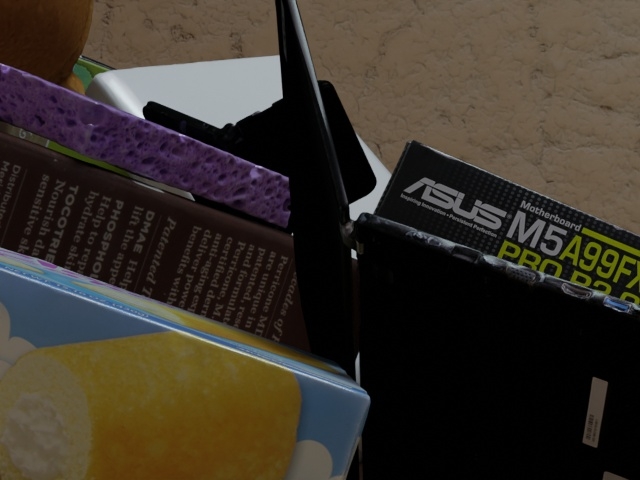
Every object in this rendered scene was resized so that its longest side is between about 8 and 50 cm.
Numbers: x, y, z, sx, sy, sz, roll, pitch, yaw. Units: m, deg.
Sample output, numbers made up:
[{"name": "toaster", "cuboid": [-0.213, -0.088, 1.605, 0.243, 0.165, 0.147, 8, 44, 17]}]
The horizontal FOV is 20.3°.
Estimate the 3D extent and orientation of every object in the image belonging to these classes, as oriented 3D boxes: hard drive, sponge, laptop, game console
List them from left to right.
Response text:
[{"name": "sponge", "cuboid": [-0.110, -0.055, 0.988, 0.117, 0.031, 0.210, 20, 0, 30]}, {"name": "game console", "cuboid": [-0.038, -0.058, 1.139, 0.107, 0.071, 0.122, 23, -22, 31]}, {"name": "hard drive", "cuboid": [0.000, 0.000, 1.360, 0.233, 0.047, 0.353, -12, 57, -51]}, {"name": "laptop", "cuboid": [0.074, 0.035, 0.762, 0.264, 0.136, 0.234, 19, -37, 18]}]

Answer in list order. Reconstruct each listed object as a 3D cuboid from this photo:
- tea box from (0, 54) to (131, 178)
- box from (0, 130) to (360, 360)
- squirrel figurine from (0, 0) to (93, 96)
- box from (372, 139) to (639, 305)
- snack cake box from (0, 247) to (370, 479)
[{"name": "tea box", "cuboid": [-0.221, -0.042, 1.583, 0.323, 0.220, 0.329, 20, -2, -35]}, {"name": "box", "cuboid": [-0.156, 0.017, 0.991, 0.191, 0.143, 0.381, 19, -2, 38]}, {"name": "squirrel figurine", "cuboid": [-0.330, -0.145, 1.284, 0.370, 0.397, 0.281, 24, -18, 43]}, {"name": "box", "cuboid": [0.140, 0.046, 1.130, 0.216, 0.060, 0.270, 23, -15, 10]}, {"name": "snack cake box", "cuboid": [-0.124, 0.048, 0.661, 0.264, 0.089, 0.152, 19, 0, -4]}]
